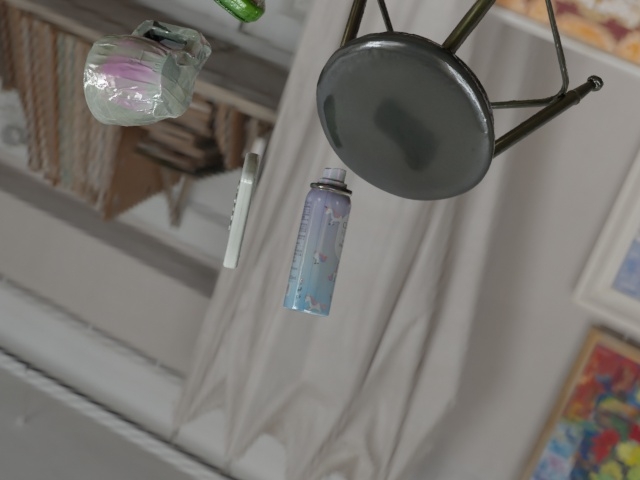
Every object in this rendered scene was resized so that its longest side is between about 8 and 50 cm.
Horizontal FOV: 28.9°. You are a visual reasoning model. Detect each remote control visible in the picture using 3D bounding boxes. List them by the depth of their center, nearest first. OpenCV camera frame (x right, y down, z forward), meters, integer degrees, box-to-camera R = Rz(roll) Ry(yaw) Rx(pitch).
[{"bbox_3d":[-0.130,-0.051,2.041,0.029,0.190,0.087,12,-146,-4],"label":"remote control"}]

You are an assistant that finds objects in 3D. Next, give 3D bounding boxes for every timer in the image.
[{"bbox_3d":[-0.145,-0.399,1.924,0.140,0.047,0.128,38,-158,-24],"label":"timer"}]

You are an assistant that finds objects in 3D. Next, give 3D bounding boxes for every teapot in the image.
[{"bbox_3d":[-0.300,-0.292,2.226,0.178,0.163,0.221,8,-155,24],"label":"teapot"}]

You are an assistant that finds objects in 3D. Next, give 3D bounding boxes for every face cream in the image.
[{"bbox_3d":[0.000,0.000,1.922,0.075,0.229,0.075,12,179,0],"label":"face cream"}]

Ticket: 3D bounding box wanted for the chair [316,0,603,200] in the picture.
[{"bbox_3d":[0.213,-0.301,2.071,0.362,0.364,0.410,1,-143,31],"label":"chair"}]
